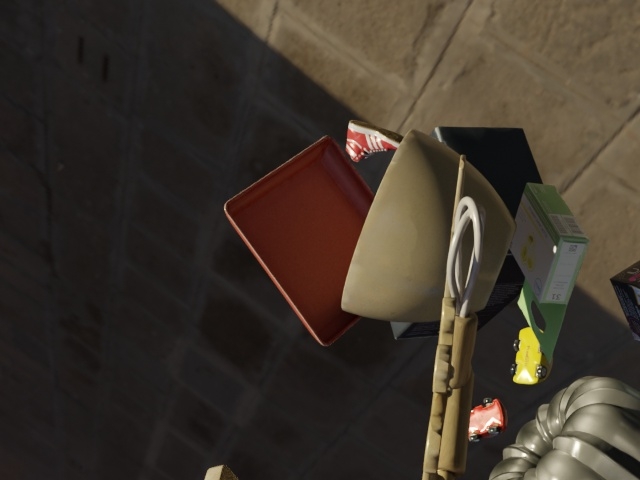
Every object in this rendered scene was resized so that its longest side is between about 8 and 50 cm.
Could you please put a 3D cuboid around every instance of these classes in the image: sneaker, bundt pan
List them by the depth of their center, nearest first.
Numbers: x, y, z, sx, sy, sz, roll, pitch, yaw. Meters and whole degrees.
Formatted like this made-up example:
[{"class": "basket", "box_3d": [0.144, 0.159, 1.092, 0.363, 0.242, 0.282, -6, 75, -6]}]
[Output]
[{"class": "bundt pan", "box_3d": [0.342, 0.323, 1.408, 0.124, 0.331, 0.331, 38, 152, 2]}, {"class": "sneaker", "box_3d": [0.097, -0.160, 1.737, 0.118, 0.042, 0.067, 24, 114, 26]}]

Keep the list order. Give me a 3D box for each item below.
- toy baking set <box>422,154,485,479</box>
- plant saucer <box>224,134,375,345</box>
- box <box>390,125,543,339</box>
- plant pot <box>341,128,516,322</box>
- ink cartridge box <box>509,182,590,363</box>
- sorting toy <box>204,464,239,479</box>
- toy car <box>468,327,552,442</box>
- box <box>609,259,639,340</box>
[{"class": "toy baking set", "box_3d": [0.096, 0.078, 0.697, 0.030, 0.256, 0.197, 6, 146, 8]}, {"class": "plant saucer", "box_3d": [0.000, 0.000, 1.550, 0.259, 0.258, 0.047, 55, 141, -3]}, {"class": "box", "box_3d": [0.284, -0.009, 2.078, 0.212, 0.294, 0.395, -2, 153, -23]}, {"class": "plant pot", "box_3d": [0.171, 0.003, 1.445, 0.191, 0.284, 0.284, 21, 149, 10]}, {"class": "ink cartridge box", "box_3d": [0.344, 0.051, 1.584, 0.056, 0.171, 0.235, 4, 122, -12]}, {"class": "sorting toy", "box_3d": [-0.120, 0.459, 1.231, 0.089, 0.255, 0.257, -16, 125, 23]}, {"class": "toy car", "box_3d": [0.362, 0.294, 1.684, 0.053, 0.239, 0.225, 23, -164, -43]}, {"class": "box", "box_3d": [0.769, 0.099, 2.116, 0.163, 0.247, 0.142, 64, 166, -15]}]
